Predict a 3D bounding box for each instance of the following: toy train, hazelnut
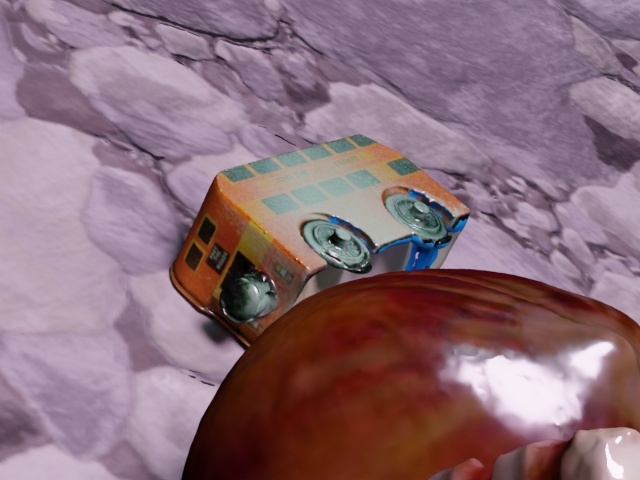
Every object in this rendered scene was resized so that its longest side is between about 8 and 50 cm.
[{"bbox_3d":[0.000,0.000,0.940,0.099,0.072,0.188,44,33,20],"label":"toy train"},{"bbox_3d":[0.057,0.104,0.701,0.229,0.229,0.229,22,32,-14],"label":"hazelnut"}]

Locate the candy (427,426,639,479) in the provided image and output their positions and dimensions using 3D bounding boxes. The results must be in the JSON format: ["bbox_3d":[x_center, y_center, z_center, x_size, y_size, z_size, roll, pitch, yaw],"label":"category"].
[{"bbox_3d":[0.117,0.233,0.517,0.179,0.135,0.321,13,71,-21],"label":"candy"}]
